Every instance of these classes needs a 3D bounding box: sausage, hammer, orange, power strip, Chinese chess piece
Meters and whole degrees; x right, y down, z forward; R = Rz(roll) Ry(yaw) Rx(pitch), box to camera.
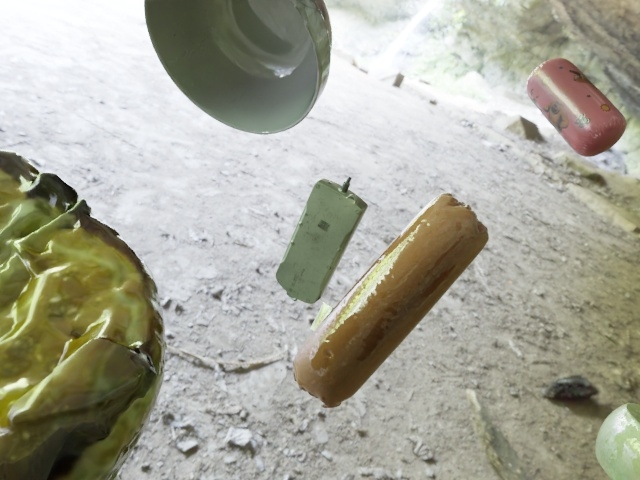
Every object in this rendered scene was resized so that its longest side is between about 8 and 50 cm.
[{"bbox_3d":[0.078,0.071,0.593,0.086,0.289,0.086,41,4,-4],"label":"sausage"},{"bbox_3d":[0.188,-0.099,0.381,0.043,0.043,0.083,4,49,-39],"label":"hammer"},{"bbox_3d":[-0.287,0.084,0.395,0.369,0.210,0.271,34,51,17],"label":"orange"},{"bbox_3d":[0.000,0.000,0.741,0.080,0.226,0.029,34,34,12],"label":"power strip"},{"bbox_3d":[0.317,0.206,0.445,0.144,0.058,0.144,23,11,-5],"label":"Chinese chess piece"}]

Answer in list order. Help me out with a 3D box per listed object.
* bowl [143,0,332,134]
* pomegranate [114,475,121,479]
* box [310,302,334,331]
[{"bbox_3d":[-0.101,-0.316,0.767,0.287,0.287,0.143,30,56,2],"label":"bowl"},{"bbox_3d":[-0.455,0.460,0.805,0.231,0.230,0.286,40,44,22],"label":"pomegranate"},{"bbox_3d":[0.027,0.148,0.886,0.083,0.054,0.024,21,-8,42],"label":"box"}]
